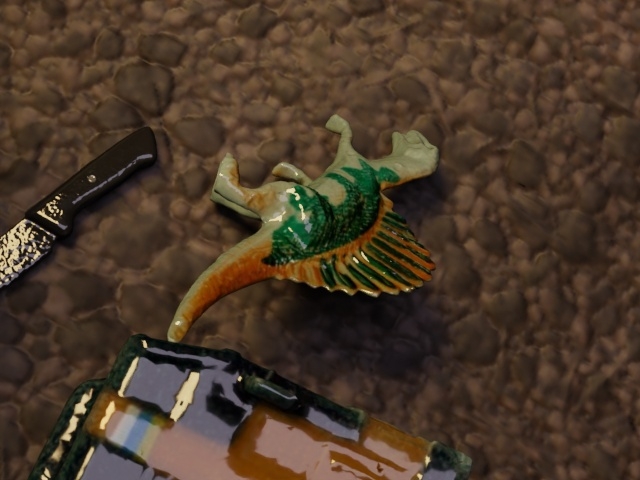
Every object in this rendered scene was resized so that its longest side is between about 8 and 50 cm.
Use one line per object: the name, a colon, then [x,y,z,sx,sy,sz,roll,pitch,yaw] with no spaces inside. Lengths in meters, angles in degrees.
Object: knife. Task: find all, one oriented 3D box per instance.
knife: [-0.136,0.004,0.674,0.170,0.010,0.023,-40,81,-20]

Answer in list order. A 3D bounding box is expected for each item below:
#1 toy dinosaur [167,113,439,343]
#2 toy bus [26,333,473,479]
toy dinosaur: [0.001,-0.002,0.666,0.106,0.044,0.187,18,32,-6]
toy bus: [-0.064,0.182,0.573,0.167,0.138,0.275,27,71,-3]
